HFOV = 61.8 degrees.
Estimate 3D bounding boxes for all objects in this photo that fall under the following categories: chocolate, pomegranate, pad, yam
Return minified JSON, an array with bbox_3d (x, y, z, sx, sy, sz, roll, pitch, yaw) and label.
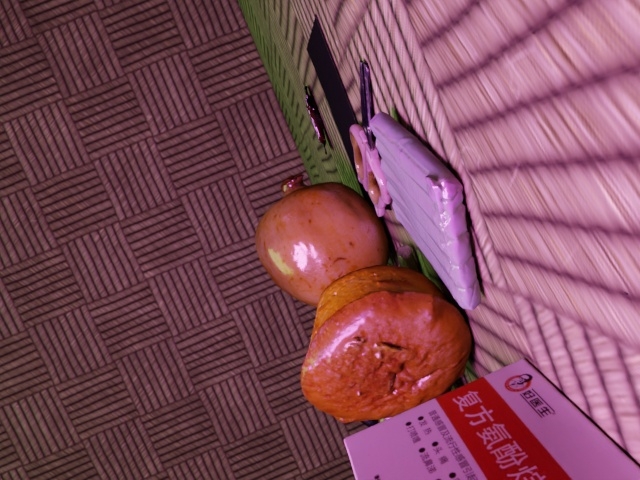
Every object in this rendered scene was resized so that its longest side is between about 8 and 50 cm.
[{"bbox_3d":[-0.010,-0.314,1.397,0.086,0.028,0.182,-89,-22,-77],"label":"chocolate"},{"bbox_3d":[0.011,0.014,1.133,0.307,0.307,0.307,157,90,-88],"label":"pomegranate"},{"bbox_3d":[0.049,-0.230,1.052,0.247,0.007,0.368,-126,14,-83],"label":"pad"},{"bbox_3d":[0.165,0.074,0.939,0.032,0.032,0.145,-116,4,-60],"label":"yam"}]

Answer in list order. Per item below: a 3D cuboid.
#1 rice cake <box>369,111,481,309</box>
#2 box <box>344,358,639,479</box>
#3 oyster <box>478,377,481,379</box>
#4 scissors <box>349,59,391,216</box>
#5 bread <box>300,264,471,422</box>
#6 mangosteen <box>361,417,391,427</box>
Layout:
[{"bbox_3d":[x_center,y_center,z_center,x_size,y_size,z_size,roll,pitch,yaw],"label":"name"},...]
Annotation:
[{"bbox_3d":[0.125,-0.042,0.642,0.198,0.037,0.189,-116,4,-57],"label":"rice cake"},{"bbox_3d":[0.155,0.237,0.409,0.353,0.214,0.069,-119,6,-70],"label":"box"},{"bbox_3d":[0.231,0.336,0.833,0.158,0.162,0.351,-57,-33,-41],"label":"oyster"},{"bbox_3d":[0.078,-0.158,0.846,0.317,0.024,0.160,78,170,-60],"label":"scissors"},{"bbox_3d":[0.098,0.158,0.800,0.146,0.268,0.268,-97,-12,-55],"label":"bread"},{"bbox_3d":[0.149,0.266,1.010,0.243,0.243,0.243,157,90,-88],"label":"mangosteen"}]
